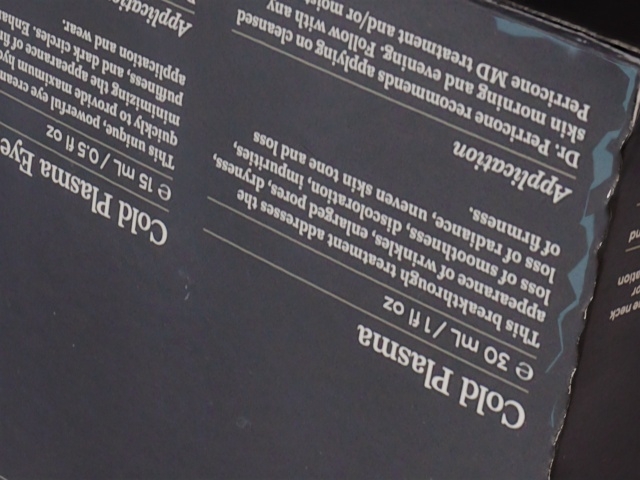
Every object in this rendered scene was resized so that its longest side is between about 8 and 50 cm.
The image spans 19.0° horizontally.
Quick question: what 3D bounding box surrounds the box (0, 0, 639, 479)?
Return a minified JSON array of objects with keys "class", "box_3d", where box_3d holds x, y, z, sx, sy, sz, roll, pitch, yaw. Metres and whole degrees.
[{"class":"box","box_3d":[0.000,0.000,0.773,0.343,0.179,0.313,27,120,31]}]
